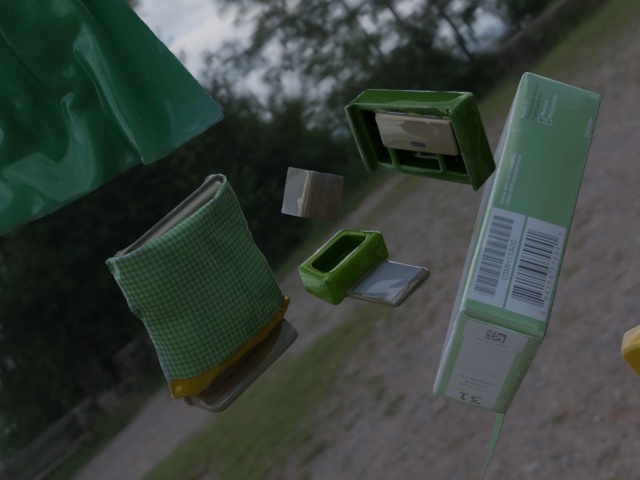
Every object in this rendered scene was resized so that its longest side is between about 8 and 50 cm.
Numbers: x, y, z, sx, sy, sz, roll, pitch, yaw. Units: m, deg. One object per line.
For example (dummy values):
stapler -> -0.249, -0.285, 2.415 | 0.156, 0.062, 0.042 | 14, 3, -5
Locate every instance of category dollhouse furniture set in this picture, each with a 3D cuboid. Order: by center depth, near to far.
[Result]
dollhouse furniture set -> 0.000, 0.000, 0.523 | 0.058, 0.076, 0.151 | 11, 43, 43

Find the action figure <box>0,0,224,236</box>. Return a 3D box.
action figure -> -0.156, -0.128, 0.627 | 0.137, 0.232, 0.063 | -26, 17, 19

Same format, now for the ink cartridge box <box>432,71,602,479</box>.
ink cartridge box -> 0.115, 0.031, 0.872 | 0.235, 0.056, 0.171 | 99, -172, -61

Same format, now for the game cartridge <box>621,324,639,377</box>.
game cartridge -> 0.493, 0.123, 1.273 | 0.323, 0.285, 0.053 | -33, 16, 34
